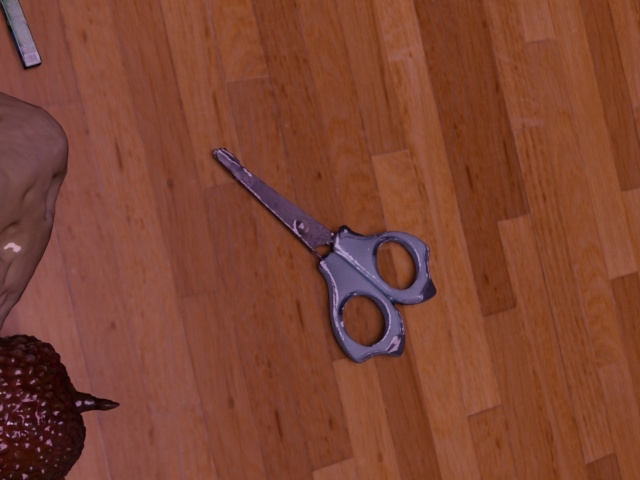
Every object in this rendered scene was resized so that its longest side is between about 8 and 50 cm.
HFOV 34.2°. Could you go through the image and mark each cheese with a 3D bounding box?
[{"bbox_3d":[-0.355,-0.063,1.017,0.173,0.251,0.248,15,61,10],"label":"cheese"}]

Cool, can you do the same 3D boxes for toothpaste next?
[{"bbox_3d":[-0.338,-0.235,1.174,0.020,0.017,0.083,-22,95,-26],"label":"toothpaste"}]

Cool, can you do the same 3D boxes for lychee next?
[{"bbox_3d":[-0.306,0.175,1.061,0.197,0.165,0.165,-16,92,-11],"label":"lychee"}]

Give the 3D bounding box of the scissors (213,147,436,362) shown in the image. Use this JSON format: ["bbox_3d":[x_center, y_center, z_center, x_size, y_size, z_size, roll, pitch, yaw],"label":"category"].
[{"bbox_3d":[0.001,0.000,1.328,0.360,0.029,0.191,41,68,-19],"label":"scissors"}]

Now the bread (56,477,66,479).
[{"bbox_3d":[-0.294,0.276,1.130,0.047,0.036,0.083,-29,100,-32],"label":"bread"}]
